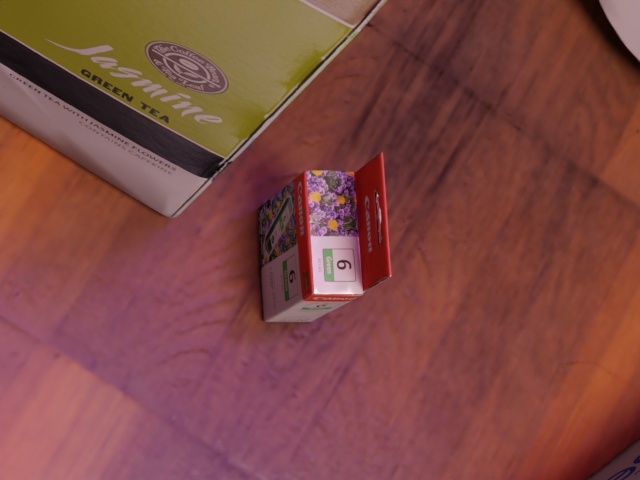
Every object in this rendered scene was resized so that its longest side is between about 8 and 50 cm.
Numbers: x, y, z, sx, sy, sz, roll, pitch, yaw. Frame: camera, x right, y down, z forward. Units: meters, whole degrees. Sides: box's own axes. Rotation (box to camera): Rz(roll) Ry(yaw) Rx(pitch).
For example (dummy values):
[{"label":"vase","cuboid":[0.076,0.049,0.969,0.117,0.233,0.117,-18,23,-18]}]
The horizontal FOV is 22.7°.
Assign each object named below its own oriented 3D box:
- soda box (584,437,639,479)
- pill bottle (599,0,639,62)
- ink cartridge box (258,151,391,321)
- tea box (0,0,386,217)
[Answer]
[{"label":"soda box","cuboid":[0.188,0.155,0.823,0.286,0.091,0.098,-31,89,-22]},{"label":"pill bottle","cuboid":[0.308,-0.226,0.900,0.334,0.188,0.188,-43,94,-23]},{"label":"ink cartridge box","cuboid":[0.000,0.000,0.780,0.029,0.115,0.063,1,77,-19]},{"label":"tea box","cuboid":[-0.113,-0.215,0.679,0.329,0.323,0.220,32,69,-10]}]
